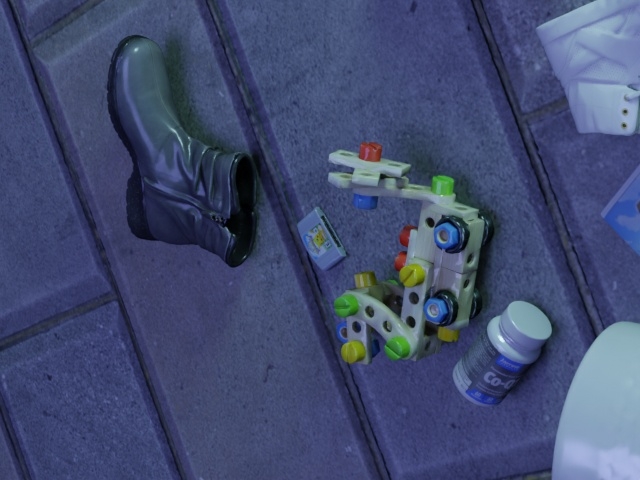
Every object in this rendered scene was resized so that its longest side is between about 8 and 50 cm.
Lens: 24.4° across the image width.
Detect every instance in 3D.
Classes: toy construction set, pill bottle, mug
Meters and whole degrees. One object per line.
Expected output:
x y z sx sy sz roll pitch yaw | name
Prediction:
0.108 0.023 1.953 0.215 0.151 0.328 21 127 37 | toy construction set
0.235 0.145 1.907 0.078 0.078 0.137 49 130 21 | pill bottle
0.471 0.285 1.632 0.328 0.276 0.374 10 140 33 | mug

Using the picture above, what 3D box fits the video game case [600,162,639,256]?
0.446 -0.036 1.697 0.193 0.023 0.212 49 130 21 | video game case

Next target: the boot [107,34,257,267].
-0.191 -0.138 2.208 0.222 0.118 0.338 12 121 37 | boot

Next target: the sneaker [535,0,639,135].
0.382 -0.208 1.657 0.292 0.108 0.169 -19 91 54 | sneaker

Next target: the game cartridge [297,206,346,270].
0.000 0.000 2.125 0.056 0.017 0.083 -42 73 45 | game cartridge
